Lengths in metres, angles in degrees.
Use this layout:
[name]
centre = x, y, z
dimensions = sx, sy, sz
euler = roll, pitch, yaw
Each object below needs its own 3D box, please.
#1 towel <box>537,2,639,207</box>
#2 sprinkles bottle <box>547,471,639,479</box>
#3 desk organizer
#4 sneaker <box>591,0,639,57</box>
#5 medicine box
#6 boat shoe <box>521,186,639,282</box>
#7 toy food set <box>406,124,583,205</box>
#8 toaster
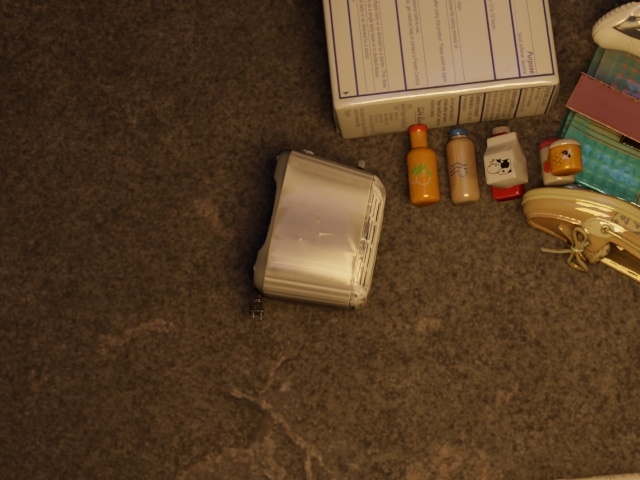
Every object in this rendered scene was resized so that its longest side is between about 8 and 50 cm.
[towel]
centre = 0.505, -0.132, 1.613
dimensions = 0.370, 0.040, 0.271
euler = 23, 82, 8
[sprinkles bottle]
centre = 0.369, 0.338, 1.487
dimensions = 0.355, 0.121, 0.121
euler = -6, 78, 4
[desk organizer]
centre = 0.379, -0.160, 1.584
dimensions = 0.130, 0.047, 0.050
euler = 28, 85, 8
[sneaker]
centre = 0.464, -0.216, 1.564
dimensions = 0.235, 0.094, 0.153
euler = 4, 71, -7
[medicine box]
centre = 0.148, -0.290, 1.616
dimensions = 0.289, 0.149, 0.263
euler = -6, 78, 3
[boat shoe]
centre = 0.384, 0.010, 1.560
dimensions = 0.285, 0.104, 0.089
euler = 19, 78, 7
[toy food set]
centre = 0.228, -0.113, 1.585
dimensions = 0.232, 0.111, 0.104
euler = -13, 76, 34
[toaster]
centre = 0.000, 0.000, 1.581
dimensions = 0.146, 0.129, 0.227
euler = 11, 78, 4
